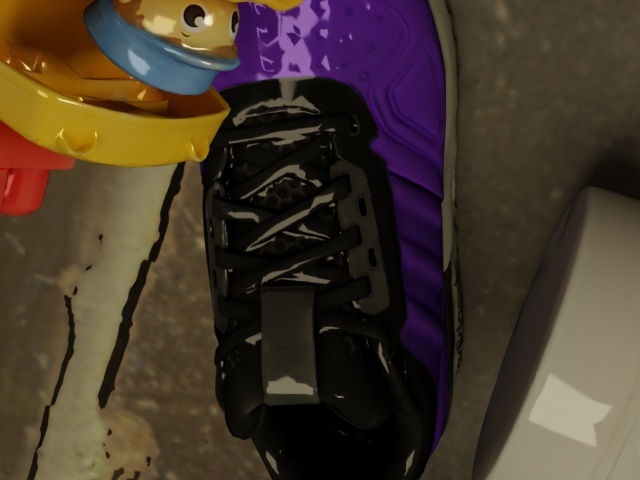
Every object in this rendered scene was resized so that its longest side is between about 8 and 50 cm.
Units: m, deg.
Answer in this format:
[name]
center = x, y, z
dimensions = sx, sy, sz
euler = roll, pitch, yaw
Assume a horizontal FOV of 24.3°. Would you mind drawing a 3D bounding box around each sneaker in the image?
[sneaker]
center = 0.001, 0.000, 0.585
dimensions = 0.102, 0.146, 0.293
euler = -3, 122, 17

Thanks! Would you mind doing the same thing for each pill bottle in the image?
[pill bottle]
center = 0.211, 0.087, 0.578
dimensions = 0.278, 0.162, 0.162
euler = 21, 126, 3

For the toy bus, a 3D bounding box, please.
[toy bus]
center = -0.085, -0.089, 0.478
dimensions = 0.220, 0.149, 0.212
euler = 18, 99, 33
